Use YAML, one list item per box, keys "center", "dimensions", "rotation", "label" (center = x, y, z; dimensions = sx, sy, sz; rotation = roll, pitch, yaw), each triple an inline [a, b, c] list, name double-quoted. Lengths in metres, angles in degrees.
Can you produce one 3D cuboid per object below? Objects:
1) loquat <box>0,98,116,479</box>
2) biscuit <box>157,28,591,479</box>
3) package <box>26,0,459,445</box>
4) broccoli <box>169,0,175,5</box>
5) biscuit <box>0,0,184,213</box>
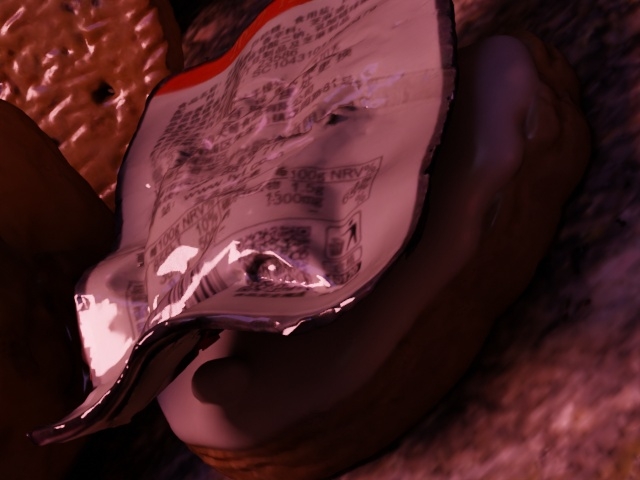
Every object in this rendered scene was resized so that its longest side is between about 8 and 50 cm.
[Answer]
- center: [-0.186, 0.041, 0.710]
  dimensions: [0.238, 0.193, 0.238]
  rotation: [-36, 25, 20]
  label: "loquat"
- center: [0.000, 0.000, 0.625]
  dimensions: [0.208, 0.049, 0.181]
  rotation: [5, 60, 58]
  label: "biscuit"
- center: [-0.018, -0.025, 0.594]
  dimensions: [0.166, 0.040, 0.232]
  rotation: [-31, 27, 26]
  label: "package"
- center: [-0.201, -0.194, 0.936]
  dimensions: [0.270, 0.270, 0.270]
  rotation: [-30, 17, -25]
  label: "broccoli"
- center: [-0.154, -0.078, 0.834]
  dimensions: [0.188, 0.188, 0.027]
  rotation: [-43, -1, 19]
  label: "biscuit"
